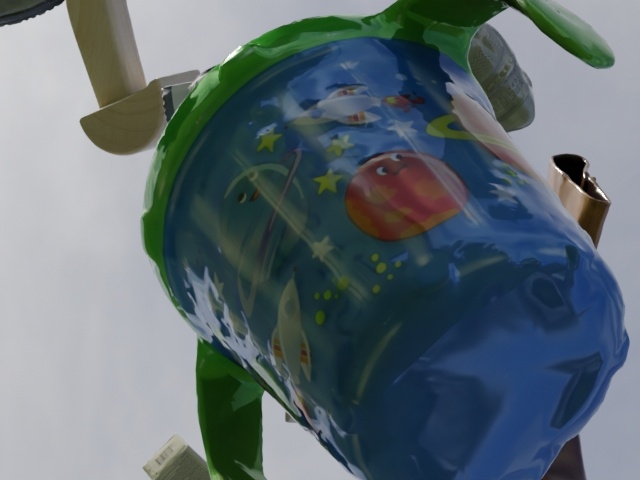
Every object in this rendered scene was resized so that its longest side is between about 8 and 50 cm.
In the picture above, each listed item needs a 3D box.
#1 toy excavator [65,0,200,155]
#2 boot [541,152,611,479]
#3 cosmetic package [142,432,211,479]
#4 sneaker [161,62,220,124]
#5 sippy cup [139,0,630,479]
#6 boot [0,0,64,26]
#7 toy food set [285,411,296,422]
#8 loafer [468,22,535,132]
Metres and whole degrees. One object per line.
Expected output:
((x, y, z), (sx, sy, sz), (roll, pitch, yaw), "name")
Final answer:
((-0.209, -0.376, 1.385), (0.433, 0.222, 0.445), (48, -56, 11), "toy excavator")
((0.219, 0.089, 1.153), (0.096, 0.264, 0.280), (14, -66, -2), "boot")
((-0.148, 0.286, 1.523), (0.115, 0.060, 0.041), (52, -11, -31), "cosmetic package")
((0.000, 0.000, 0.998), (0.131, 0.112, 0.319), (-23, -59, 6), "sneaker")
((0.043, 0.021, 0.721), (0.224, 0.240, 0.306), (-129, -151, -51), "sippy cup")
((-0.261, -0.211, 0.911), (0.083, 0.246, 0.161), (57, -10, 15), "boot")
((0.010, 0.122, 1.374), (0.232, 0.105, 0.111), (3, -41, 2), "toy food set")
((0.103, -0.138, 1.161), (0.111, 0.319, 0.112), (44, -89, -13), "loafer")
